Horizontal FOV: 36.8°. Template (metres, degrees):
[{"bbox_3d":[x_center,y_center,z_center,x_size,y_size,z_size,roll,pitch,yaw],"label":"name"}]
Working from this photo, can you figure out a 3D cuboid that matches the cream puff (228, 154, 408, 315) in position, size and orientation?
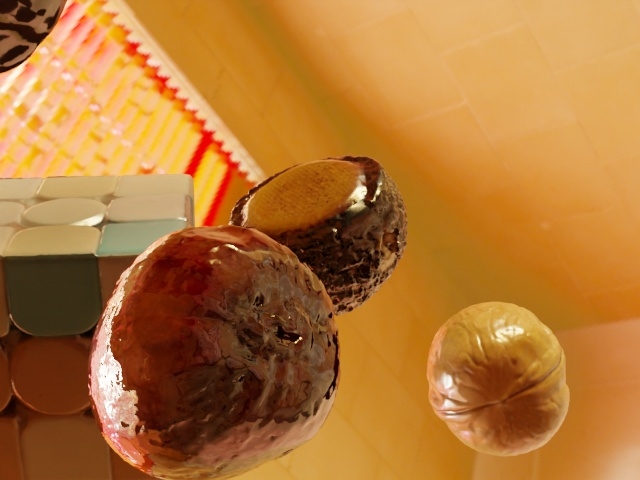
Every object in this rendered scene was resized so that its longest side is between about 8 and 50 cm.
[{"bbox_3d":[0.000,0.000,1.218,0.239,0.165,0.239,-16,-150,10],"label":"cream puff"}]

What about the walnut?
[{"bbox_3d":[0.196,0.151,1.074,0.165,0.165,0.197,-36,-170,6],"label":"walnut"}]

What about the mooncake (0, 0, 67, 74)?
[{"bbox_3d":[-0.334,-0.269,0.790,0.283,0.283,0.141,-13,-179,35],"label":"mooncake"}]

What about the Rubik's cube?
[{"bbox_3d":[-0.344,0.113,1.355,0.347,0.344,0.346,0,-159,-5],"label":"Rubik's cube"}]

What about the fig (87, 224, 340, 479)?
[{"bbox_3d":[-0.099,0.109,0.869,0.263,0.224,0.224,-59,-159,31],"label":"fig"}]
